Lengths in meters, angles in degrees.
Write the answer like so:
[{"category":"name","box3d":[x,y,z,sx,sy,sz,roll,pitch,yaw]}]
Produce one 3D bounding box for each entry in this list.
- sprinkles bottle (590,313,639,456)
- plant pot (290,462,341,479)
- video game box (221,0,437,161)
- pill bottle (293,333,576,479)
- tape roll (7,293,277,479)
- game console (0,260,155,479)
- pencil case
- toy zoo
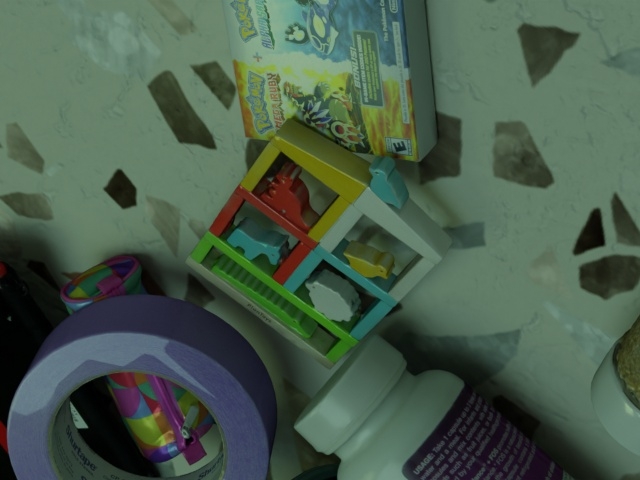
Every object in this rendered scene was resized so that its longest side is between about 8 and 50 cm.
[{"category":"sprinkles bottle","box3d":[0.344,0.035,1.179,0.121,0.121,0.355,32,132,10]},{"category":"plant pot","box3d":[-0.013,0.438,1.571,0.341,0.341,0.334,38,125,3]},{"category":"video game box","box3d":[0.005,-0.178,1.298,0.187,0.048,0.205,11,126,29]},{"category":"pill bottle","box3d":[0.126,0.235,1.428,0.301,0.169,0.169,42,133,0]},{"category":"tape roll","box3d":[-0.186,0.198,1.536,0.275,0.090,0.275,2,115,4]},{"category":"game console","box3d":[-0.411,0.180,1.771,0.342,0.060,0.386,-7,128,30]},{"category":"pencil case","box3d":[-0.198,0.134,1.610,0.104,0.104,0.236,-9,116,36]},{"category":"toy zoo","box3d":[0.000,0.000,1.399,0.192,0.030,0.293,36,141,-3]}]
